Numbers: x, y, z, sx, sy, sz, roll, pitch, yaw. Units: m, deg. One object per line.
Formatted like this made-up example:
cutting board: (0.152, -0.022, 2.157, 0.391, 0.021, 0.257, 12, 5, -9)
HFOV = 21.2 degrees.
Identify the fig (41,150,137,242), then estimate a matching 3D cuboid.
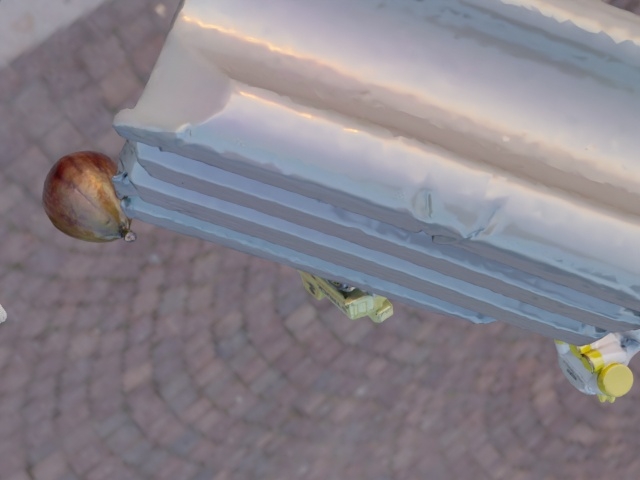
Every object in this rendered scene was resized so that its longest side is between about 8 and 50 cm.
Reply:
fig: (-0.204, -0.026, 1.599, 0.089, 0.125, 0.089, -29, 145, -22)

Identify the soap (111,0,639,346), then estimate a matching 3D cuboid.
soap: (0.075, -0.079, 1.310, 0.350, 0.435, 0.213, 126, -18, -77)

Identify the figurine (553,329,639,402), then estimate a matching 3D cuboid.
figurine: (0.332, 0.091, 1.821, 0.178, 0.109, 0.129, -47, 150, 2)

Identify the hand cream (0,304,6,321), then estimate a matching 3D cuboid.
hand cream: (-0.454, 0.118, 1.877, 0.234, 0.050, 0.080, -38, 110, -28)

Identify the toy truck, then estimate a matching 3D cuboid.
toy truck: (0.000, 0.000, 2.260, 0.124, 0.272, 0.157, -37, 146, -24)
